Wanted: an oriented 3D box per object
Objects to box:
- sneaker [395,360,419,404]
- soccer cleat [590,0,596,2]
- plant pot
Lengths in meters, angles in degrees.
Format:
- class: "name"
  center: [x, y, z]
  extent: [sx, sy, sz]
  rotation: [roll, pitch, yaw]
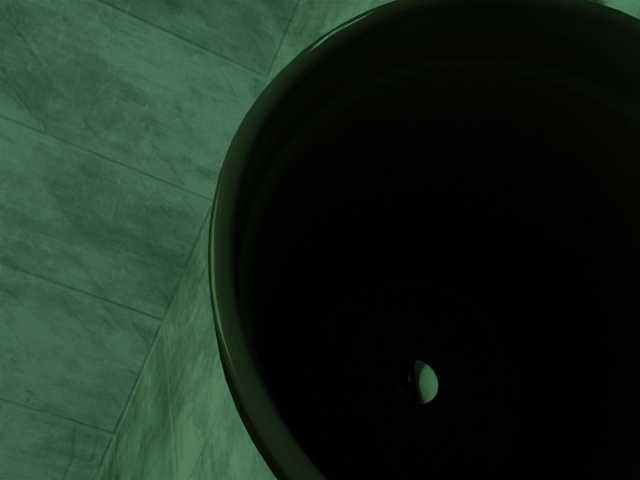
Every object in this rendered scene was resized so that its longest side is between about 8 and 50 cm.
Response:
- class: "sneaker"
  center: [0.057, 0.171, 0.804]
  extent: [0.075, 0.063, 0.170]
  rotation: [-52, 15, 53]
- class: "soccer cleat"
  center: [0.232, -0.225, 0.792]
  extent: [0.072, 0.060, 0.179]
  rotation: [117, 172, -49]
- class: "plant pot"
  center: [0.089, 0.061, 0.507]
  extent: [0.280, 0.323, 0.323]
  rotation: [110, 174, -65]
